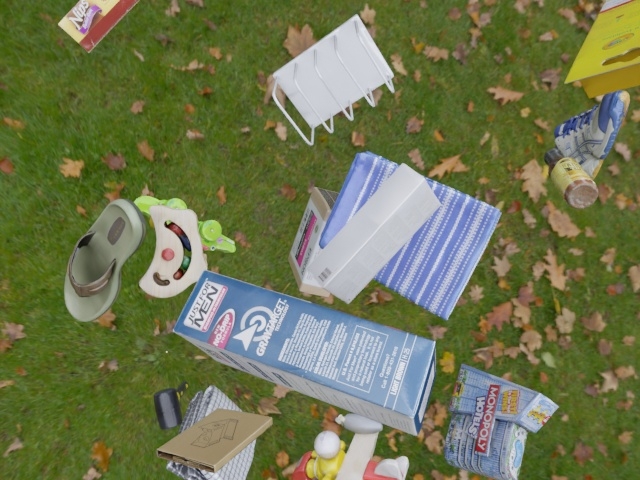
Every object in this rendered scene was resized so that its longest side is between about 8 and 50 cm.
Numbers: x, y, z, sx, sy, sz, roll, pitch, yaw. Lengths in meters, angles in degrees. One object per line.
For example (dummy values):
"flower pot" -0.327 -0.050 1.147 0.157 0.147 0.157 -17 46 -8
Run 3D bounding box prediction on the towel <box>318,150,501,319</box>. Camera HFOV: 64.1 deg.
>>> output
"towel" 0.166 -0.023 1.055 0.336 0.040 0.243 29 99 29

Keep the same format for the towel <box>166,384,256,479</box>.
"towel" -0.308 0.603 1.497 0.121 0.283 0.235 -30 112 18

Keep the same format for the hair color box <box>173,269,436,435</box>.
"hair color box" -0.015 0.161 0.740 0.347 0.174 0.105 14 66 19

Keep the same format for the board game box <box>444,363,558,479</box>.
"board game box" 0.327 0.332 0.945 0.060 0.194 0.194 34 64 -23

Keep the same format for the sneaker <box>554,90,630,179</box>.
"sneaker" 0.609 -0.243 1.184 0.131 0.296 0.112 27 74 22

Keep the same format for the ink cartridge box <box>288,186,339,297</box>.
"ink cartridge box" 0.000 0.000 1.355 0.088 0.193 0.234 14 109 -18

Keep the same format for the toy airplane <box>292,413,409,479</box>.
"toy airplane" 0.087 0.734 1.660 0.384 0.386 0.272 -34 104 -8

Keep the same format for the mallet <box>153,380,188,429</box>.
"mallet" -0.258 0.269 0.906 0.039 0.190 0.062 -12 95 -6

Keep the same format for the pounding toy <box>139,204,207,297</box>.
"pounding toy" -0.353 0.045 1.227 0.154 0.155 0.269 -11 97 -11

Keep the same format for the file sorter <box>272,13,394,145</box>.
"file sorter" 0.036 -0.414 1.354 0.193 0.278 0.173 50 22 -29

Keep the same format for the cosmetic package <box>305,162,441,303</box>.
"cosmetic package" 0.091 -0.008 0.865 0.239 0.099 0.060 -47 51 2

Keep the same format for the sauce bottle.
"sauce bottle" 0.333 -0.089 0.693 0.042 0.042 0.128 22 32 -11

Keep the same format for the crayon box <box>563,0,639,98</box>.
"crayon box" 0.558 -0.355 0.846 0.081 0.202 0.318 48 63 -25

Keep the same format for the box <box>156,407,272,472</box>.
"box" -0.228 0.429 1.118 0.201 0.164 0.021 -20 107 -59

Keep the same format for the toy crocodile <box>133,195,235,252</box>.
"toy crocodile" -0.403 -0.039 1.524 0.340 0.115 0.105 34 70 -36

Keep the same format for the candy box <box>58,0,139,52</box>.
"candy box" -0.304 -0.342 0.735 0.109 0.186 0.053 -40 123 10

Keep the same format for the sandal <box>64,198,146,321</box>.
"sandal" -0.436 0.041 0.981 0.120 0.302 0.086 40 29 7
